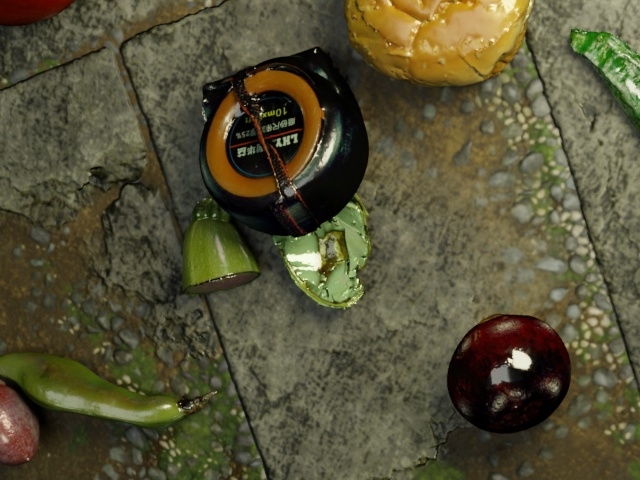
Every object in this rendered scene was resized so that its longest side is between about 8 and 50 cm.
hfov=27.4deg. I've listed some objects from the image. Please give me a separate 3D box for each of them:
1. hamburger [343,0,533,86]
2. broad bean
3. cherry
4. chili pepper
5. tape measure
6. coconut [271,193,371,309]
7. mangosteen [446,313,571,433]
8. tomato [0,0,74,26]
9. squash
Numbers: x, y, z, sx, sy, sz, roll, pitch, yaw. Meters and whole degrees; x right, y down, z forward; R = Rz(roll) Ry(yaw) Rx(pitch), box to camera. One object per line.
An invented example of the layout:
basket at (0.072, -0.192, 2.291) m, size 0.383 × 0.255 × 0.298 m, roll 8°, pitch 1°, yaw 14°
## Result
hamburger at (0.130, -0.286, 1.490) m, size 0.244 × 0.163 × 0.245 m, roll 4°, pitch 102°, yaw 18°
broad bean at (-0.297, 0.206, 1.760) m, size 0.325 × 0.067 × 0.075 m, roll 13°, pitch 75°, yaw 9°
cherry at (-0.454, 0.218, 1.805) m, size 0.090 × 0.107 × 0.225 m, roll -45°, pitch 62°, yaw 17°
chili pepper at (0.364, -0.161, 1.494) m, size 0.227 × 0.059 × 0.088 m, roll 46°, pitch 114°, yaw 8°
tape measure at (-0.044, -0.113, 1.572) m, size 0.202 × 0.135 × 0.223 m, roll -14°, pitch 65°, yaw 24°
coconut at (0.003, -0.002, 1.634) m, size 0.133 × 0.055 × 0.158 m, roll 14°, pitch 101°, yaw 18°
mangosteen at (0.220, 0.151, 1.555) m, size 0.152 × 0.152 × 0.153 m, roll 3°, pitch 100°, yaw 17°
tomato at (-0.410, -0.408, 1.610) m, size 0.298 × 0.226 × 0.299 m, roll 3°, pitch 99°, yaw 21°
squash at (-0.140, -0.005, 1.669) m, size 0.105 × 0.105 × 0.132 m, roll -17°, pitch 81°, yaw 19°
